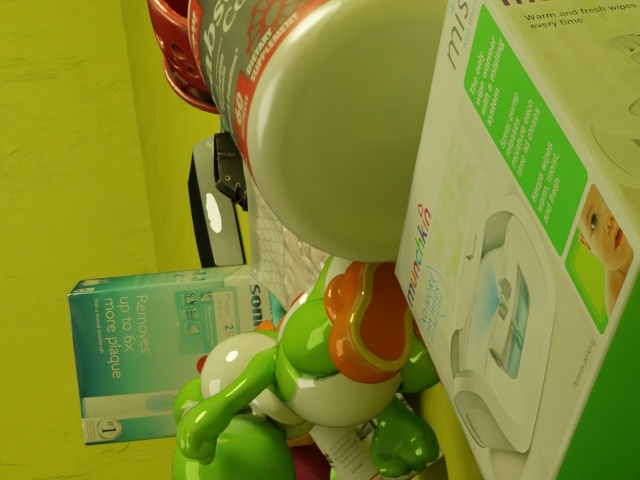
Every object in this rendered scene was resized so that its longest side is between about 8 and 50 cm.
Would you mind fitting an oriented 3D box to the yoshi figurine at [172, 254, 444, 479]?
[{"bbox_3d":[-0.014,0.152,1.037,0.203,0.203,0.362,55,138,-3],"label":"yoshi figurine"}]

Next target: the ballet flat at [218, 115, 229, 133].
[{"bbox_3d":[-0.130,-0.168,1.865,0.052,0.057,0.168,-64,-20,-62],"label":"ballet flat"}]

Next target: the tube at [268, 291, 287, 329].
[{"bbox_3d":[-0.037,0.059,1.544,0.207,0.080,0.052,-113,23,-59],"label":"tube"}]

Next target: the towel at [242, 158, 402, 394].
[{"bbox_3d":[0.000,0.000,1.266,0.317,0.053,0.331,51,151,43],"label":"towel"}]

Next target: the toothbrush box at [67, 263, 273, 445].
[{"bbox_3d":[-0.187,0.154,1.692,0.126,0.296,0.216,-121,27,-81],"label":"toothbrush box"}]

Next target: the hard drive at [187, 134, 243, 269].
[{"bbox_3d":[-0.186,-0.036,2.112,0.172,0.054,0.254,111,149,-61],"label":"hard drive"}]

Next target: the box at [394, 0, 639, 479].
[{"bbox_3d":[0.149,0.003,0.667,0.262,0.127,0.231,97,158,-47],"label":"box"}]

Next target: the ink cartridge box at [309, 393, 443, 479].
[{"bbox_3d":[0.049,0.193,1.180,0.180,0.060,0.104,55,150,12],"label":"ink cartridge box"}]

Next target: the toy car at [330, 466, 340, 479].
[{"bbox_3d":[0.047,0.335,1.353,0.239,0.053,0.225,98,157,-45],"label":"toy car"}]

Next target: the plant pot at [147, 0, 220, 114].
[{"bbox_3d":[-0.102,-0.254,1.423,0.174,0.191,0.191,89,167,-56],"label":"plant pot"}]

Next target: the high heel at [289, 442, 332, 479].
[{"bbox_3d":[-0.044,0.267,1.544,0.117,0.082,0.244,48,176,-24],"label":"high heel"}]

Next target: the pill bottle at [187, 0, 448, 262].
[{"bbox_3d":[0.009,-0.154,0.962,0.363,0.210,0.210,-120,26,-57],"label":"pill bottle"}]

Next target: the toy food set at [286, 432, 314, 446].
[{"bbox_3d":[-0.017,0.167,1.509,0.232,0.105,0.111,-61,-38,-74],"label":"toy food set"}]

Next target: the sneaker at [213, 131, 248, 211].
[{"bbox_3d":[-0.067,-0.035,1.509,0.083,0.118,0.222,125,136,-69],"label":"sneaker"}]
